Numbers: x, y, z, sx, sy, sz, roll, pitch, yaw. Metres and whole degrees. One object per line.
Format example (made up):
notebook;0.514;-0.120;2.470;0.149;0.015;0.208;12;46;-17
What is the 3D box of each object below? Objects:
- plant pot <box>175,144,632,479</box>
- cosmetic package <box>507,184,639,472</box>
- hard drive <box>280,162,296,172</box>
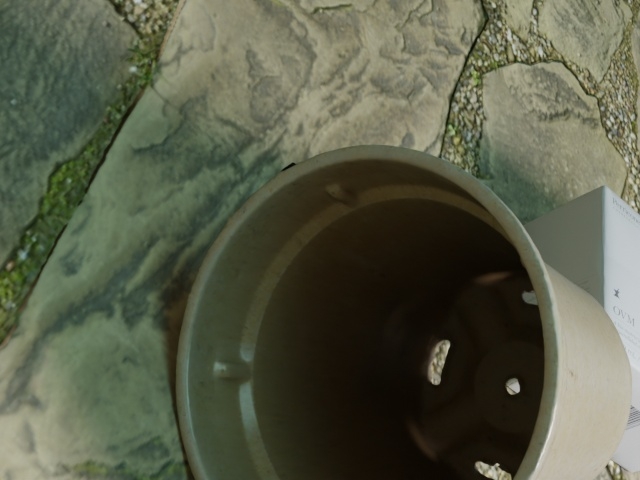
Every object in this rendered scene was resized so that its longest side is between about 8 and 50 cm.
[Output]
plant pot;0.104;0.116;1.056;0.305;0.334;0.333;16;55;-55
cosmetic package;0.337;0.101;1.427;0.224;0.138;0.224;35;44;-28
hard drive;0.000;0.000;1.215;0.135;0.022;0.094;45;41;-18
